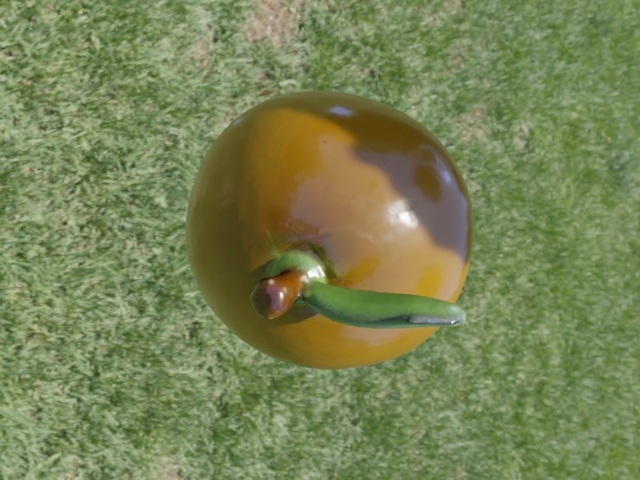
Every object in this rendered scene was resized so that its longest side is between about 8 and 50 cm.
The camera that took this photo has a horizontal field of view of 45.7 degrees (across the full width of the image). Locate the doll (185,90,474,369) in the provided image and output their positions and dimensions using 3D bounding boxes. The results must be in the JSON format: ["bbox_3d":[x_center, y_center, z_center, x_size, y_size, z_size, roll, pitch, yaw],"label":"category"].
[{"bbox_3d":[0.000,0.000,0.529,0.236,0.214,0.213,-56,132,-71],"label":"doll"}]
